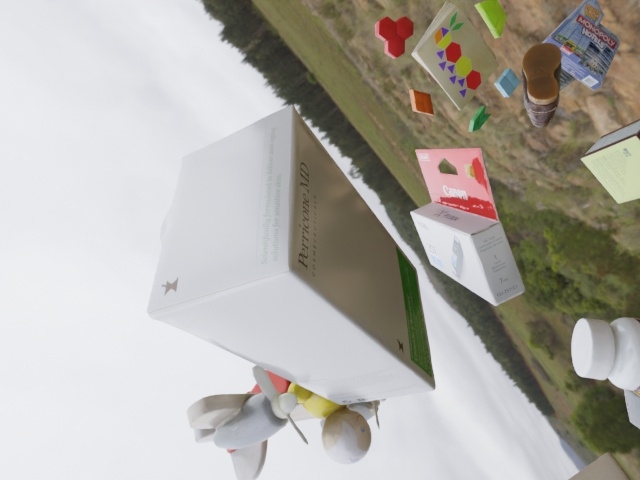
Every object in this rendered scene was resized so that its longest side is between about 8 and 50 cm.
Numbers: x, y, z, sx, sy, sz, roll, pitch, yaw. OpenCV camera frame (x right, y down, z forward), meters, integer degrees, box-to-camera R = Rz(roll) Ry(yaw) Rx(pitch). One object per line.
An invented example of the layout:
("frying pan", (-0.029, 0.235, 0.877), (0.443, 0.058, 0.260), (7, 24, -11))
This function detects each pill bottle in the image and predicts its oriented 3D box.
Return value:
("pill bottle", (0.557, 0.194, 0.742), (0.121, 0.221, 0.121), (5, -90, -77))

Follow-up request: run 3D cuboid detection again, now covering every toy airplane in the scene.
("toy airplane", (-0.033, 0.299, 0.797), (0.272, 0.386, 0.385), (40, 141, 34))

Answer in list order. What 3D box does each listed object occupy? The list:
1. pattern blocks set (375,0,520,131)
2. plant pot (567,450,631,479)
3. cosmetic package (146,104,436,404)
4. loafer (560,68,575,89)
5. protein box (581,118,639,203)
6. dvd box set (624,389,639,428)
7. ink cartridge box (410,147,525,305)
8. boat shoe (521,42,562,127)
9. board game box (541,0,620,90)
("pattern blocks set", (0.287, -0.392, 0.947), (0.325, 0.285, 0.026), (50, 175, -24))
("plant pot", (0.310, 0.320, 0.489), (0.096, 0.109, 0.109), (55, 176, 44))
("cosmetic package", (-0.001, 0.053, 0.527), (0.365, 0.155, 0.197), (45, -145, -48))
("loafer", (0.730, -0.501, 1.318), (0.094, 0.251, 0.087), (54, -178, 21))
("protein box", (0.982, -0.251, 1.374), (0.200, 0.136, 0.201), (48, 164, -2))
("dvd box set", (0.964, 0.297, 1.159), (0.308, 0.420, 0.062), (49, 174, -40))
("ink cartridge box", (0.251, -0.044, 0.858), (0.296, 0.066, 0.261), (-126, 12, -77))
("boat shoe", (0.439, -0.312, 0.887), (0.207, 0.073, 0.073), (-67, -32, -32))
("board game box", (0.686, -0.524, 1.147), (0.194, 0.194, 0.060), (32, 167, -5))
